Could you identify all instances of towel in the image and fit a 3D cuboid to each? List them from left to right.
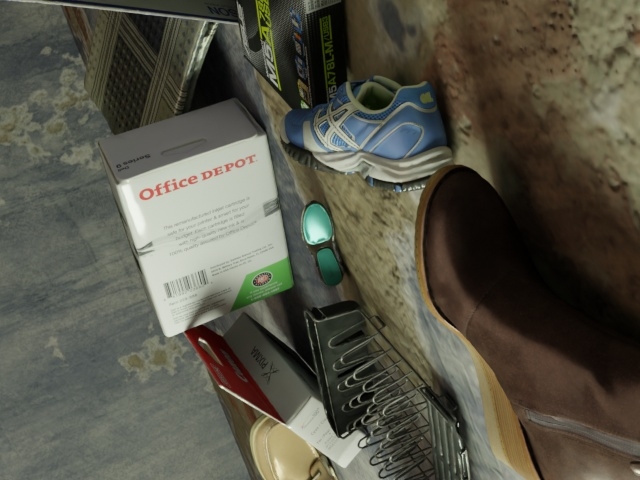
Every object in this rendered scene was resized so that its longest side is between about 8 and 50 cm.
[{"bbox_3d":[-0.255,-0.279,1.306,0.312,0.056,0.324,53,134,33],"label":"towel"}]

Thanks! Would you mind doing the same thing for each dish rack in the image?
[{"bbox_3d":[0.080,0.206,1.013,0.271,0.074,0.208,47,155,50],"label":"dish rack"}]

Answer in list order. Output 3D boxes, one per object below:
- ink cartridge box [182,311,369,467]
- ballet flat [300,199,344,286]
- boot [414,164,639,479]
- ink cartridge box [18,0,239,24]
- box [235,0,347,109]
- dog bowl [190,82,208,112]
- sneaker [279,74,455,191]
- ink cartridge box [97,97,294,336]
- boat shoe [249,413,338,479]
[{"bbox_3d":[-0.086,0.192,1.333,0.261,0.066,0.296,41,179,-32],"label":"ink cartridge box"},{"bbox_3d":[0.000,0.000,1.059,0.041,0.041,0.114,36,145,61],"label":"ballet flat"},{"bbox_3d":[0.169,0.064,0.568,0.207,0.090,0.248,1,112,60],"label":"boot"},{"bbox_3d":[-0.267,-0.330,0.975,0.071,0.324,0.330,-54,54,37],"label":"ink cartridge box"},{"bbox_3d":[-0.035,-0.225,0.850,0.184,0.045,0.190,50,156,40],"label":"box"},{"bbox_3d":[-0.268,-0.184,1.559,0.348,0.102,0.348,57,162,30],"label":"dog bowl"},{"bbox_3d":[0.036,-0.099,0.743,0.211,0.080,0.081,18,121,51],"label":"sneaker"},{"bbox_3d":[-0.170,-0.032,1.253,0.121,0.211,0.289,-127,22,-46],"label":"ink cartridge box"},{"bbox_3d":[-0.016,0.452,1.603,0.110,0.122,0.341,24,145,61],"label":"boat shoe"}]
